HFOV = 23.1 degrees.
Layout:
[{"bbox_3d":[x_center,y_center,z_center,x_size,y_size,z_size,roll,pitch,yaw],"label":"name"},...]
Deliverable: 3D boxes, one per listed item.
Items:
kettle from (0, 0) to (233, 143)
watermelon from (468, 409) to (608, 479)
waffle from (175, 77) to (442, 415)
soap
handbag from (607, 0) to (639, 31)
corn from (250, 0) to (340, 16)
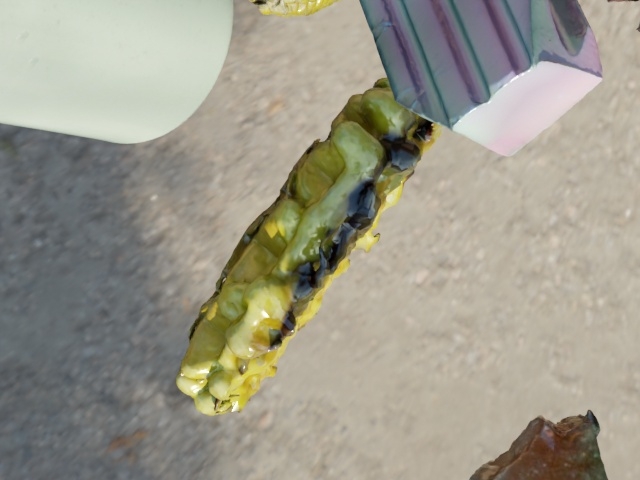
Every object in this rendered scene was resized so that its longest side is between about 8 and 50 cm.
[{"bbox_3d":[-0.257,-0.197,1.193,0.265,0.318,0.205,32,106,26],"label":"kettle"},{"bbox_3d":[0.146,0.302,1.092,0.151,0.264,0.302,-14,68,-10],"label":"watermelon"},{"bbox_3d":[0.000,0.000,1.483,0.095,0.382,0.380,35,103,6],"label":"waffle"},{"bbox_3d":[0.082,-0.110,0.813,0.056,0.149,0.100,24,124,-38],"label":"soap"},{"bbox_3d":[0.336,-0.234,1.167,0.203,0.216,0.074,-43,104,-10],"label":"handbag"},{"bbox_3d":[0.011,-0.358,1.917,0.130,0.347,0.130,17,121,31],"label":"corn"}]
